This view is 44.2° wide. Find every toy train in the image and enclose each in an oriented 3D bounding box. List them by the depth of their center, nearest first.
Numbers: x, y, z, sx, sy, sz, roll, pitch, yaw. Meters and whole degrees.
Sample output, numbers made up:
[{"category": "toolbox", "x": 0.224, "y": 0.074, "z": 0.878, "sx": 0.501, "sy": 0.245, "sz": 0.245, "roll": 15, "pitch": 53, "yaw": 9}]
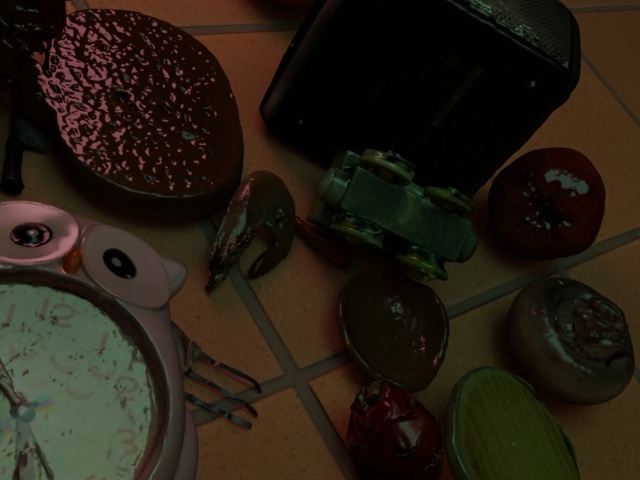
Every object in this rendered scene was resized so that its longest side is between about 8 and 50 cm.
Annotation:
[{"category": "toy train", "x": 0.114, "y": -0.040, "z": 1.236, "sx": 0.271, "sy": 0.188, "sz": 0.159, "roll": 25, "pitch": 86, "yaw": -15}]

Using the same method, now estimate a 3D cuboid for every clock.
[{"category": "clock", "x": -0.298, "y": 0.155, "z": 0.789, "sx": 0.368, "sy": 0.250, "sz": 0.377, "roll": 20, "pitch": 54, "yaw": -17}]

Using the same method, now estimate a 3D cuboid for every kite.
[{"category": "kite", "x": -0.175, "y": 0.163, "z": 1.026, "sx": 0.229, "sy": 0.016, "sz": 0.127, "roll": 29, "pitch": 49, "yaw": -9}]

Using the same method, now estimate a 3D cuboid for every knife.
[{"category": "knife", "x": -0.416, "y": -0.154, "z": 1.121, "sx": 0.060, "sy": 0.028, "sz": 0.230, "roll": 20, "pitch": 43, "yaw": -34}]

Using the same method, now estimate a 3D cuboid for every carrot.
[{"category": "carrot", "x": 0.000, "y": 0.000, "z": 1.254, "sx": 0.142, "sy": 0.035, "sz": 0.035, "roll": 36, "pitch": 45, "yaw": 4}]

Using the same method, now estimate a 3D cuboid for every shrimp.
[{"category": "shrimp", "x": -0.101, "y": -0.005, "z": 1.176, "sx": 0.133, "sy": 0.053, "sz": 0.236, "roll": 58, "pitch": 42, "yaw": -34}]

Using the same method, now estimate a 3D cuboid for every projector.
[{"category": "projector", "x": 0.161, "y": -0.278, "z": 1.316, "sx": 0.405, "sy": 0.395, "sz": 0.242, "roll": 28, "pitch": 44, "yaw": -11}]

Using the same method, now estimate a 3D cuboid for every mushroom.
[{"category": "mushroom", "x": 0.417, "y": 0.156, "z": 1.292, "sx": 0.226, "sy": 0.178, "sz": 0.226, "roll": 13, "pitch": 45, "yaw": -13}]

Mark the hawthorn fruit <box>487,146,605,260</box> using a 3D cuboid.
[{"category": "hawthorn fruit", "x": 0.438, "y": -0.080, "z": 1.483, "sx": 0.211, "sy": 0.211, "sz": 0.299, "roll": 45, "pitch": 36, "yaw": 6}]

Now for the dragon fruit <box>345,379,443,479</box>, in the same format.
[{"category": "dragon fruit", "x": 0.112, "y": 0.303, "z": 1.028, "sx": 0.125, "sy": 0.125, "sz": 0.246, "roll": 5, "pitch": 57, "yaw": -54}]

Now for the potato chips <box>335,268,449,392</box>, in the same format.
[{"category": "potato chips", "x": 0.105, "y": 0.140, "z": 1.188, "sx": 0.195, "sy": 0.062, "sz": 0.208, "roll": -3, "pitch": 59, "yaw": -30}]

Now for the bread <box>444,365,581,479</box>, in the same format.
[{"category": "bread", "x": 0.277, "y": 0.316, "z": 1.109, "sx": 0.301, "sy": 0.045, "sz": 0.301, "roll": 27, "pitch": 46, "yaw": -32}]

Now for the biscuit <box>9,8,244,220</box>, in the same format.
[{"category": "biscuit", "x": -0.289, "y": -0.200, "z": 1.201, "sx": 0.350, "sy": 0.070, "sz": 0.394, "roll": 8, "pitch": 52, "yaw": -24}]

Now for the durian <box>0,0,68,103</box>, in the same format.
[{"category": "durian", "x": -0.490, "y": -0.331, "z": 1.001, "sx": 0.347, "sy": 0.347, "sz": 0.384, "roll": 34, "pitch": 49, "yaw": -4}]

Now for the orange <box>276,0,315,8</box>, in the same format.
[{"category": "orange", "x": -0.023, "y": -0.608, "z": 1.527, "sx": 0.312, "sy": 0.312, "sz": 0.312, "roll": 17, "pitch": 49, "yaw": -20}]
